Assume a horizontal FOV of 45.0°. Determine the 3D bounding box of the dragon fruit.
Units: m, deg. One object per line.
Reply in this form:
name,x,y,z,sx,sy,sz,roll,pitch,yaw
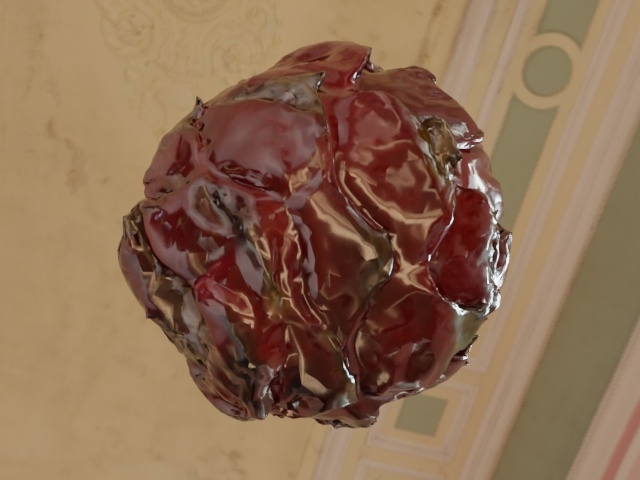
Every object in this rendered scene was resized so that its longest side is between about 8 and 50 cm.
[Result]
dragon fruit,0.002,0.002,0.646,0.329,0.329,0.329,-1,-69,-3
